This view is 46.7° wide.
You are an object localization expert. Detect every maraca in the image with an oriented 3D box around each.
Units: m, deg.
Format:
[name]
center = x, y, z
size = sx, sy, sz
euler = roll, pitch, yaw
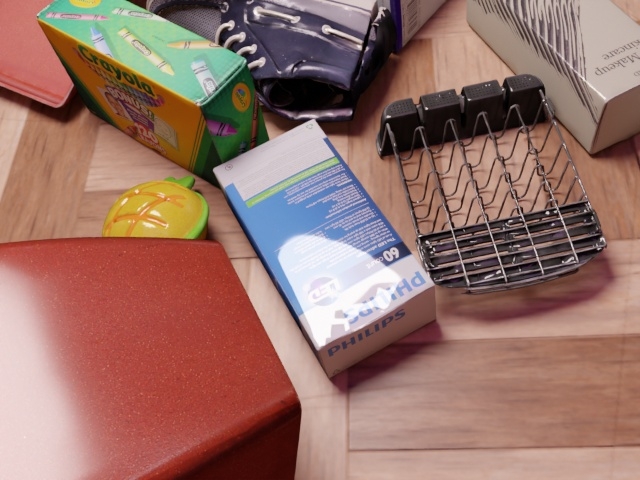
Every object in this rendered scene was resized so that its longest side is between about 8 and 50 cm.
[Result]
[maraca]
center = -0.186, -0.022, 0.834
size = 0.127, 0.099, 0.186
euler = -21, 32, -2

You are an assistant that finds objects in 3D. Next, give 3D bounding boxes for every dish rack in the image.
[dish rack]
center = 0.182, -0.062, 0.815
size = 0.208, 0.074, 0.272
euler = -12, 58, 2

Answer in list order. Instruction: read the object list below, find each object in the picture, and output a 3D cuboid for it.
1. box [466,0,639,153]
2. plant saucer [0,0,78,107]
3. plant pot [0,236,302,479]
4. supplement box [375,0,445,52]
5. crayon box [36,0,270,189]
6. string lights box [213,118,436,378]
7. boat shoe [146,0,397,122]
[box]
center = 0.294, -0.241, 0.896
size = 0.113, 0.094, 0.275
euler = -26, 57, -9
[plant saucer]
center = -0.390, -0.327, 1.052
size = 0.258, 0.048, 0.259
euler = 23, 82, 22
[plant pot]
center = -0.159, 0.149, 0.633
size = 0.235, 0.267, 0.267
euler = -18, 55, -18
[supplement box]
center = 0.121, -0.378, 1.002
size = 0.114, 0.111, 0.220
euler = 32, 66, 26
[crayon box]
center = -0.195, -0.184, 0.894
size = 0.278, 0.165, 0.081
euler = 31, 67, 25
[string lights box]
center = 0.000, 0.000, 0.798
size = 0.133, 0.077, 0.260
euler = -27, 57, -8
[boat shoe]
center = -0.085, -0.245, 0.937
size = 0.340, 0.127, 0.158
euler = 9, 53, 15
